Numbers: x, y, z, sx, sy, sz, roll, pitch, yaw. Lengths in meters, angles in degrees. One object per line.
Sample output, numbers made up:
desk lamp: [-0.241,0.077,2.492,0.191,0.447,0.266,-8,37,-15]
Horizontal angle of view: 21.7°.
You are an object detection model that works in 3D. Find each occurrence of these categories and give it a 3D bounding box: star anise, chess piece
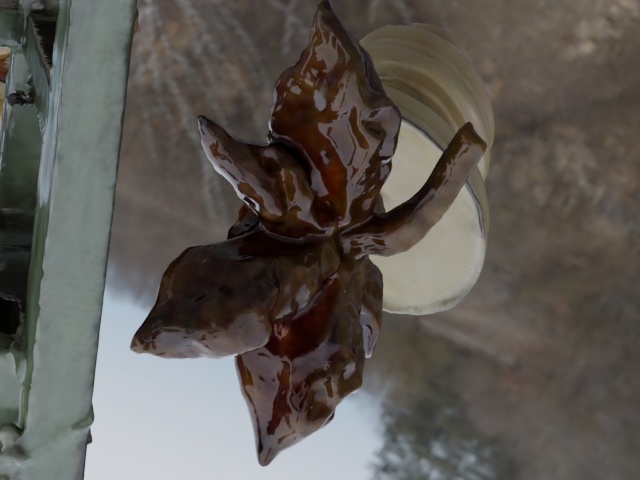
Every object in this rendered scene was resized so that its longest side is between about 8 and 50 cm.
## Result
star anise: [-0.006,0.003,0.791,0.111,0.196,0.212,30,157,10]
chess piece: [0.064,-0.074,1.119,0.138,0.124,0.307,16,-156,6]

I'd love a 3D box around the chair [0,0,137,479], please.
chair: [-0.128,0.027,0.419,0.136,0.271,0.147,3,-163,-15]

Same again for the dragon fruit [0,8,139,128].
dragon fruit: [-0.241,-0.141,1.052,0.291,0.269,0.250,28,-152,37]
